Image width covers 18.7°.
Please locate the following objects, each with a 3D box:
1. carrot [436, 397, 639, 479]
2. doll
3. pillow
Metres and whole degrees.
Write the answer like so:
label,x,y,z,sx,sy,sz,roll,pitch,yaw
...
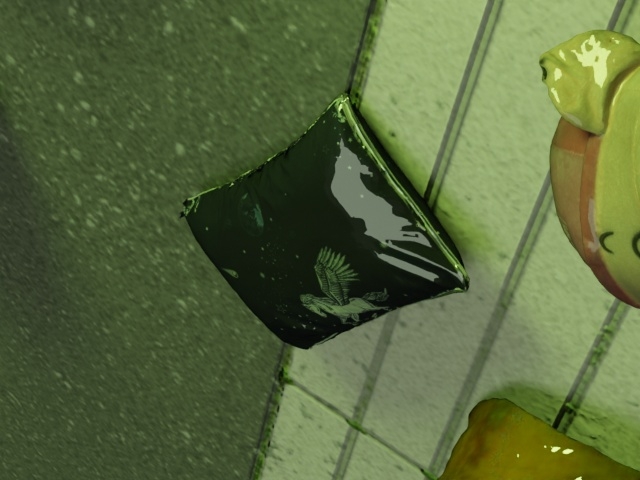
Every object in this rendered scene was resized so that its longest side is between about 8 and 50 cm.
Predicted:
label,x,y,z,sx,sy,sz,roll,pitch,yaw
carrot,0.130,0.294,1.228,0.241,0.340,0.241,21,156,10
doll,0.221,-0.017,0.909,0.256,0.152,0.196,2,117,50
pillow,0.000,0.000,1.240,0.141,0.055,0.208,54,145,-4
